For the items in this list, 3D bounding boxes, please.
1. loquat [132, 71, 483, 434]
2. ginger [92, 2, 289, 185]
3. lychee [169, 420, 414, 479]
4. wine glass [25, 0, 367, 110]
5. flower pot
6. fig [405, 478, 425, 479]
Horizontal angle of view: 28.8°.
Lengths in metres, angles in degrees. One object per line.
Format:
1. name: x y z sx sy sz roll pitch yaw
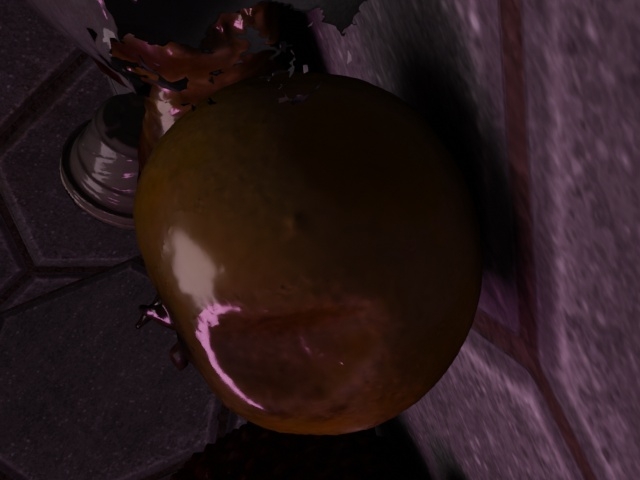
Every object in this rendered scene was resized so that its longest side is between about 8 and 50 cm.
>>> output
1. loquat: -0.009 0.009 0.708 0.213 0.213 0.213 157 90 -80
2. ginger: -0.103 -0.120 1.005 0.274 0.152 0.358 38 150 53
3. lychee: -0.027 0.320 1.246 0.306 0.330 0.306 1 91 61
4. wine glass: -0.123 -0.205 0.673 0.357 0.190 0.191 34 150 40
5. flower pot: -0.292 -0.143 1.974 0.235 0.235 0.141 62 145 29
6. fig: 0.086 0.275 1.060 0.136 0.120 0.153 47 133 50
